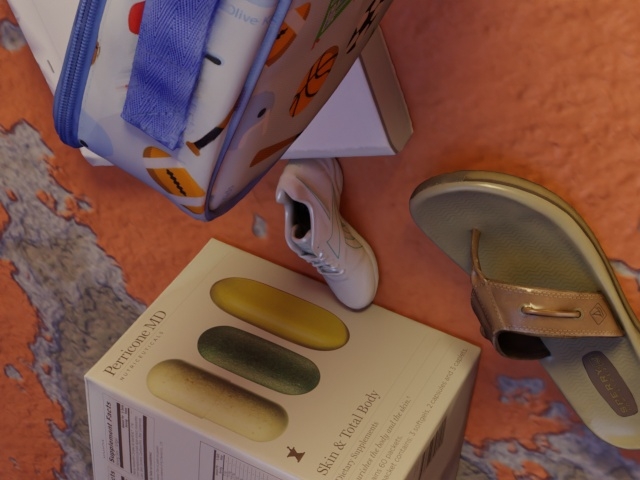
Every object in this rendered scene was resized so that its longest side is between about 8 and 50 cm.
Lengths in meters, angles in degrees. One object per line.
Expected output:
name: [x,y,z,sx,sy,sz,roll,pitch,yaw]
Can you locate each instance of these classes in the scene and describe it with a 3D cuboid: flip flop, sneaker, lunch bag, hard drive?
flip flop: [0.166,0.061,0.922,0.112,0.080,0.277,-22,112,44]
sneaker: [0.000,0.000,1.002,0.054,0.061,0.152,-3,125,34]
lunch bag: [-0.009,-0.162,0.538,0.115,0.243,0.303,32,138,6]
hard drive: [-0.097,-0.153,0.952,0.308,0.040,0.203,1,126,35]

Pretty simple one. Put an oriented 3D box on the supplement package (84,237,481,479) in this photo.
supplement package: [-0.032,0.168,1.064,0.263,0.199,0.198,22,135,18]
